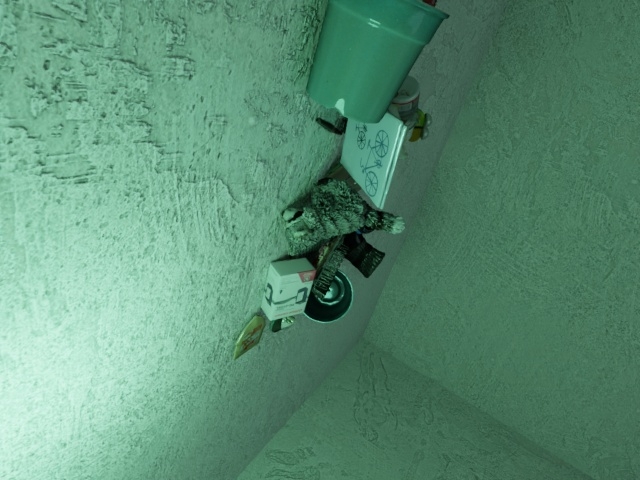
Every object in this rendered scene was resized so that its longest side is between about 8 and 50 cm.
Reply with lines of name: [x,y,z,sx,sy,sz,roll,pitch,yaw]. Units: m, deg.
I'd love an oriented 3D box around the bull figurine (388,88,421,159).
bull figurine: [0.290,-0.476,1.605,0.188,0.310,0.101,-31,174,33]

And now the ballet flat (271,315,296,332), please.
ballet flat: [-0.158,0.339,1.888,0.095,0.096,0.280,-33,146,-55]

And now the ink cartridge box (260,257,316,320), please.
ink cartridge box: [-0.136,0.201,1.683,0.172,0.100,0.237,-7,128,-34]

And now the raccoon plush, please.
raccoon plush: [0.079,-0.048,1.505,0.216,0.447,0.299,88,20,-55]

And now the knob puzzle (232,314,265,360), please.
knob puzzle: [-0.300,0.390,1.714,0.213,0.030,0.213,-48,156,-30]

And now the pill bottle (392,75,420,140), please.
pill bottle: [0.358,-0.585,1.834,0.161,0.161,0.283,-54,159,-19]

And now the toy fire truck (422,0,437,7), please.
toy fire truck: [0.425,-0.932,1.710,0.135,0.047,0.191,-34,146,-49]

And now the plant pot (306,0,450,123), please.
plant pot: [0.130,-0.542,1.161,0.341,0.341,0.334,-31,151,-54]

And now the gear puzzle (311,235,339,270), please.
gear puzzle: [-0.020,0.110,1.812,0.338,0.044,0.175,-62,172,32]

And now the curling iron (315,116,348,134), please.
curling iron: [0.041,-0.423,1.474,0.274,0.035,0.068,-18,129,-62]

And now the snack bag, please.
snack bag: [0.169,-0.331,1.429,0.037,0.342,0.322,-9,131,-22]

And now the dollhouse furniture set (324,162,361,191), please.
dollhouse furniture set: [0.135,-0.328,1.776,0.302,0.151,0.197,-38,141,-1]

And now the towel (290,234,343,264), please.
towel: [0.000,0.000,1.796,0.324,0.056,0.312,-35,150,-25]

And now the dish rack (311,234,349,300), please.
dish rack: [0.054,0.096,1.702,0.271,0.074,0.208,-63,178,34]

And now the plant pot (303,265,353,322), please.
plant pot: [0.033,0.256,2.035,0.271,0.272,0.255,-62,174,2]

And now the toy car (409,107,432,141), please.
toy car: [0.504,-0.631,2.182,0.181,0.159,0.136,92,-2,-49]

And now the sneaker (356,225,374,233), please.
sneaker: [0.169,-0.126,1.879,0.232,0.091,0.081,51,56,-24]

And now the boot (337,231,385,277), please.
boot: [0.218,0.011,2.058,0.131,0.260,0.347,-39,159,-36]
